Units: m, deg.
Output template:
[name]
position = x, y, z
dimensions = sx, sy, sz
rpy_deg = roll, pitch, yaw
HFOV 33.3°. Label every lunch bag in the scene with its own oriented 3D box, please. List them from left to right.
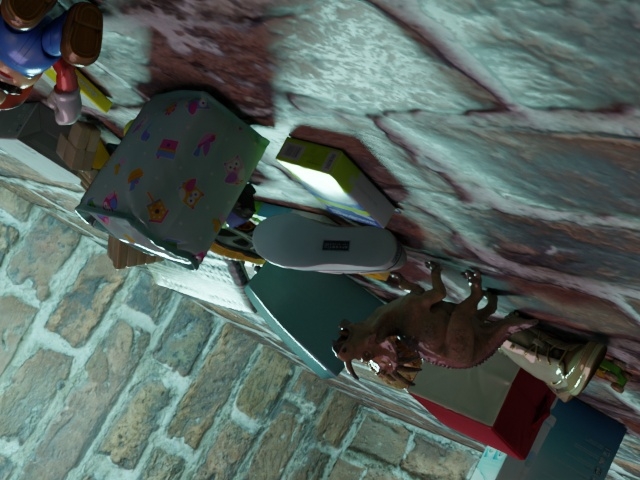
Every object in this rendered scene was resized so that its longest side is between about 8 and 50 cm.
[lunch bag]
position = -0.228, -0.094, 1.544
dimensions = 0.160, 0.223, 0.262
rpy_deg = 35, 167, -33

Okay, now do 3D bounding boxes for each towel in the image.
[towel]
position = -0.285, 0.000, 2.254
dimensions = 0.324, 0.056, 0.312
rpy_deg = 14, 139, 38

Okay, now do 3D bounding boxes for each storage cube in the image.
[storage cube]
position = 0.306, 0.261, 1.960
dimensions = 0.215, 0.184, 0.193
rpy_deg = 20, 165, 36

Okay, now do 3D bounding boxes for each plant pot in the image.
[plant pot]
position = -0.022, 0.124, 2.023
dimensions = 0.234, 0.166, 0.165
rpy_deg = 40, 168, -2

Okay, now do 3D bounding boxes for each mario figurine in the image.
[mario figurine]
position = -0.408, -0.239, 1.448
dimensions = 0.320, 0.170, 0.198
rpy_deg = -10, 106, 60

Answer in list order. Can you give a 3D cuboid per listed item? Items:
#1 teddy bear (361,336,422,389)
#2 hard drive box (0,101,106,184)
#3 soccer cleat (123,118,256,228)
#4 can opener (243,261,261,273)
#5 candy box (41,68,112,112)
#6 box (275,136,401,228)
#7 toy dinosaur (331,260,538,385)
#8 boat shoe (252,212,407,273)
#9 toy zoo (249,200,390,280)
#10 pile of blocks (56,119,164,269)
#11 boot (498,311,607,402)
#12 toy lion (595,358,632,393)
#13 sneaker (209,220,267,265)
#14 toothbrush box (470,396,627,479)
[teddy bear]
position = 0.080, 0.171, 2.232
dimensions = 0.338, 0.113, 0.245
rpy_deg = 26, 140, 1
[hard drive box]
position = -0.561, -0.198, 2.193
dimensions = 0.181, 0.089, 0.232
rpy_deg = 35, 166, -31
[soccer cleat]
position = -0.230, -0.099, 1.777
dimensions = 0.121, 0.093, 0.289
rpy_deg = -23, 139, 32
[can opener]
position = -0.124, 0.062, 2.307
dimensions = 0.280, 0.093, 0.074
rpy_deg = 24, 150, 6
[candy box]
position = -0.426, -0.274, 1.708
dimensions = 0.105, 0.027, 0.206
rpy_deg = 24, 168, 30
[box]
position = 0.027, -0.075, 1.498
dimensions = 0.109, 0.042, 0.178
rpy_deg = 19, 164, 40
[toy dinosaur]
position = 0.177, 0.148, 1.665
dimensions = 0.295, 0.200, 0.127
rpy_deg = 12, 162, 7
[boat shoe]
position = 0.014, 0.017, 1.736
dimensions = 0.258, 0.095, 0.084
rpy_deg = 11, 168, 26
[toy zoo]
position = 0.000, 0.000, 1.908
dimensions = 0.192, 0.030, 0.293
rpy_deg = 37, 166, -38
[pile of blocks]
position = -0.403, -0.107, 2.100
dimensions = 0.112, 0.149, 0.362
rpy_deg = 42, 156, 45
[boot]
position = 0.360, 0.174, 1.714
dimensions = 0.165, 0.077, 0.213
rpy_deg = 37, 163, 11
[toy lion]
position = 0.461, 0.209, 1.771
dimensions = 0.096, 0.034, 0.100
rpy_deg = 30, 171, 32
[sneaker]
position = -0.125, 0.005, 2.113
dimensions = 0.215, 0.083, 0.084
rpy_deg = 14, -177, -41
[toothbrush box]
position = 0.458, 0.464, 2.204
dimensions = 0.216, 0.295, 0.126
rpy_deg = 29, 168, -9
